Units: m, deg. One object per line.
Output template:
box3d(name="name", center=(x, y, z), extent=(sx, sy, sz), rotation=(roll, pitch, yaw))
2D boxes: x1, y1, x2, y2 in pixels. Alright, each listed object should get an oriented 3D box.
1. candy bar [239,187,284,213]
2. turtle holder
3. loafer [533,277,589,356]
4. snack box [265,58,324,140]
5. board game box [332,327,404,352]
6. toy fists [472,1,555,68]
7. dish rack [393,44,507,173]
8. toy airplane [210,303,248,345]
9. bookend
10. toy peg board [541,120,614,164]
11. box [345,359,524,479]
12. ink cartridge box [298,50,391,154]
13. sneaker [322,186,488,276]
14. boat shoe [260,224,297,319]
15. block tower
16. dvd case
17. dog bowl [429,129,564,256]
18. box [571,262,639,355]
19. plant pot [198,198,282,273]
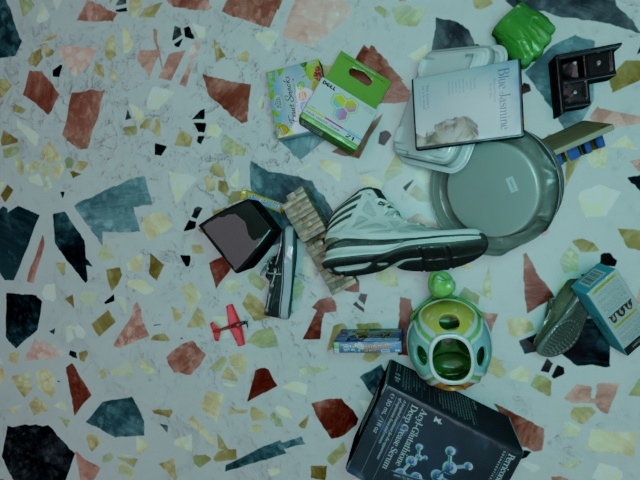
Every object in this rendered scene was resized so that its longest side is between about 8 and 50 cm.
box3d(name="candy bar", center=(-0.190, -0.130, 1.423), extent=(0.161, 0.018, 0.040), rotation=(21, 99, 12))
box3d(name="turtle holder", center=(0.371, 0.265, 1.209), extent=(0.243, 0.227, 0.321), rotation=(22, 100, 11))
box3d(name="loafer", center=(0.680, 0.212, 1.207), extent=(0.094, 0.087, 0.251), rotation=(31, 97, -16))
box3d(name="snack box", center=(-0.064, -0.431, 1.340), extent=(0.174, 0.070, 0.207), rotation=(-9, 92, 12))
box3d(name="board game box", center=(0.149, 0.303, 1.314), extent=(0.200, 0.136, 0.035), rotation=(-4, 94, 15))
box3d(name="toy fists", center=(0.501, -0.502, 1.187), extent=(0.279, 0.096, 0.142), rotation=(-41, 75, 15))
box3d(name="dish rack", center=(0.321, -0.364, 1.161), extent=(0.285, 0.072, 0.333), rotation=(32, 107, 55))
box3d(name="toy airplane", center=(-0.317, 0.296, 1.482), extent=(0.151, 0.028, 0.152), rotation=(1, 93, 14))
box3d(name="bookend", center=(0.708, -0.422, 1.152), extent=(0.156, 0.072, 0.158), rotation=(-5, 94, 14))
box3d(name="toy peg board", center=(0.662, -0.241, 1.141), extent=(0.161, 0.161, 0.079), rotation=(-25, 104, 14))
box3d(name="box", center=(0.318, 0.591, 1.258), extent=(0.394, 0.212, 0.294), rotation=(24, 99, 10))
box3d(name="ink cartridge box", center=(0.078, -0.411, 1.250), extent=(0.188, 0.097, 0.256), rotation=(29, 89, -6))
box3d(name="sneaker", center=(0.221, -0.052, 1.206), extent=(0.446, 0.169, 0.258), rotation=(-5, 63, 16))
box3d(name="boat shoe", center=(-0.135, 0.100, 1.380), extent=(0.104, 0.113, 0.307), rotation=(7, 107, 3))
box3d(name="block tower", center=(0.000, 0.000, 1.350), extent=(0.090, 0.097, 0.336), rotation=(-30, 85, 14))
box3d(name="dvd case", center=(0.352, -0.323, 1.045), extent=(0.252, 0.022, 0.181), rotation=(-3, 91, 22))
box3d(name="dog bowl", center=(0.464, -0.138, 1.142), extent=(0.348, 0.102, 0.350), rotation=(20, 118, 42))
box3d(name="box", center=(0.773, 0.182, 1.139), extent=(0.100, 0.060, 0.244), rotation=(-40, 107, 1))
box3d(name="plant pot", center=(-0.232, -0.028, 1.358), extent=(0.167, 0.187, 0.188), rotation=(-38, 87, 8))
